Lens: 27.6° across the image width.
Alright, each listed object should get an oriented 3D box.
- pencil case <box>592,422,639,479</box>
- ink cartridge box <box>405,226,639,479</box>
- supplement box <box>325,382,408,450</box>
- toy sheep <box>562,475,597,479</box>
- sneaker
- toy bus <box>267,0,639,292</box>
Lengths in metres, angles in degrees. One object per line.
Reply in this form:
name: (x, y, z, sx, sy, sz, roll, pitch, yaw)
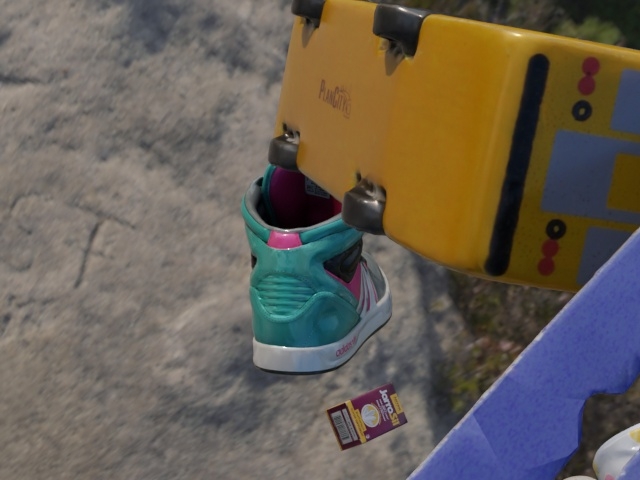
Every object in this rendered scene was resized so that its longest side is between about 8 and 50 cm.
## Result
pencil case: (0.361, 0.302, 1.245, 0.113, 0.124, 0.273, 1, 50, -29)
ink cartridge box: (0.192, 0.147, 0.415, 0.330, 0.071, 0.324, 49, 56, 0)
supplement box: (0.055, 0.210, 1.553, 0.083, 0.043, 0.055, -18, 82, -44)
toy sheep: (0.296, 0.309, 1.472, 0.091, 0.132, 0.091, -3, 57, 4)
sneaker: (0.000, 0.000, 1.232, 0.123, 0.295, 0.179, 3, 103, 11)
toy bus: (0.065, -0.066, 0.686, 0.130, 0.332, 0.108, 7, 101, -15)
